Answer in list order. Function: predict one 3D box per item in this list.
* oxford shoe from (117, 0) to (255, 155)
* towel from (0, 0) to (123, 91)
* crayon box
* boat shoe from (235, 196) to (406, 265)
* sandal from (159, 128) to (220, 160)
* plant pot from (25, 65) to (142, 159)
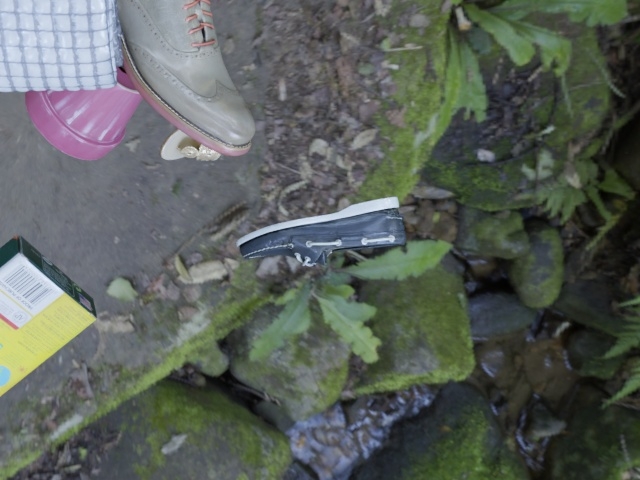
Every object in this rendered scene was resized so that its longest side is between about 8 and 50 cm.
[{"bbox_3d":[-0.184,-0.265,1.050,0.130,0.123,0.348,-38,91,32],"label":"oxford shoe"},{"bbox_3d":[-0.316,-0.285,0.791,0.235,0.121,0.284,0,128,-5],"label":"towel"},{"bbox_3d":[-0.599,0.163,1.517,0.318,0.081,0.202,-38,125,1],"label":"crayon box"},{"bbox_3d":[0.000,0.000,1.469,0.302,0.114,0.091,-14,86,12],"label":"boat shoe"},{"bbox_3d":[-0.242,-0.217,1.849,0.240,0.079,0.088,-28,146,-49],"label":"sandal"},{"bbox_3d":[-0.436,-0.285,1.610,0.180,0.201,0.201,-35,112,29],"label":"plant pot"}]
